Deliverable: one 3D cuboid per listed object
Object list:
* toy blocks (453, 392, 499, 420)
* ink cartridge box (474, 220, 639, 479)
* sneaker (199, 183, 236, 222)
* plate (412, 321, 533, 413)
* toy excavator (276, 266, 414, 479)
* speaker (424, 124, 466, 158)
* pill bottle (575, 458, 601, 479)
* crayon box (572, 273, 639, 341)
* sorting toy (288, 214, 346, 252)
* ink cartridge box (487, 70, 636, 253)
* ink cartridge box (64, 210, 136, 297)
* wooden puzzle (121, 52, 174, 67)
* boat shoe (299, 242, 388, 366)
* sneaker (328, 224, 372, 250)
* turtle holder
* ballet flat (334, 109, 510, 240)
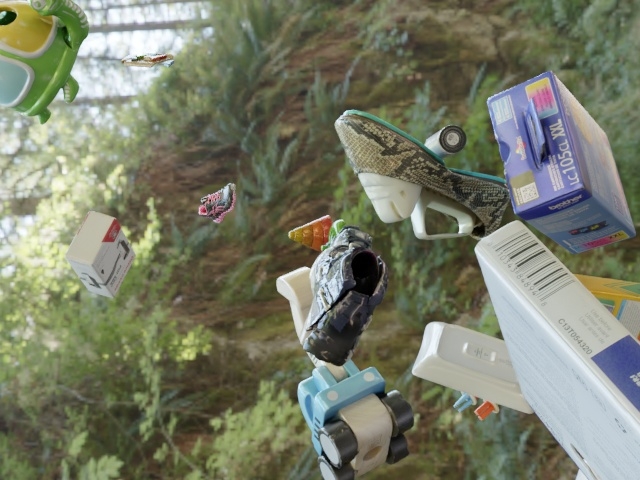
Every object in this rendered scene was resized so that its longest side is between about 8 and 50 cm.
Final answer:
[{"bbox_3d":[0.412,0.408,2.099,0.054,0.148,0.123,22,143,57],"label":"toy blocks"},{"bbox_3d":[0.306,0.184,0.879,0.324,0.071,0.330,55,177,45],"label":"ink cartridge box"},{"bbox_3d":[-0.204,-0.076,1.612,0.119,0.057,0.047,-46,35,48],"label":"sneaker"},{"bbox_3d":[0.367,0.276,1.895,0.277,0.278,0.045,-50,-24,-67],"label":"plate"},{"bbox_3d":[0.022,0.345,2.072,0.445,0.222,0.433,49,152,35],"label":"toy excavator"},{"bbox_3d":[0.243,-0.189,1.604,0.136,0.055,0.055,170,100,-86],"label":"speaker"},{"bbox_3d":[0.638,0.569,1.818,0.152,0.152,0.272,-68,-11,-64],"label":"pill bottle"},{"bbox_3d":[0.641,0.191,1.805,0.083,0.322,0.203,-93,13,-64],"label":"crayon box"},{"bbox_3d":[0.000,0.000,2.350,0.365,0.126,0.127,-155,65,-72],"label":"sorting toy"},{"bbox_3d":[0.479,-0.155,1.656,0.395,0.151,0.270,22,-127,-49],"label":"ink cartridge box"},{"bbox_3d":[-0.389,0.027,1.459,0.135,0.056,0.099,81,-153,-61],"label":"ink cartridge box"},{"bbox_3d":[-0.324,-0.341,1.540,0.078,0.116,0.014,-56,-33,-58],"label":"wooden puzzle"},{"bbox_3d":[0.060,0.063,1.405,0.158,0.127,0.340,-58,10,26],"label":"boat shoe"},{"bbox_3d":[0.063,0.041,1.717,0.300,0.111,0.121,-128,54,-73],"label":"sneaker"},{"bbox_3d":[-0.640,-0.410,1.780,0.227,0.320,0.243,24,-104,-36],"label":"turtle holder"},{"bbox_3d":[0.208,-0.097,1.639,0.482,0.164,0.182,19,-96,-39],"label":"ballet flat"}]
